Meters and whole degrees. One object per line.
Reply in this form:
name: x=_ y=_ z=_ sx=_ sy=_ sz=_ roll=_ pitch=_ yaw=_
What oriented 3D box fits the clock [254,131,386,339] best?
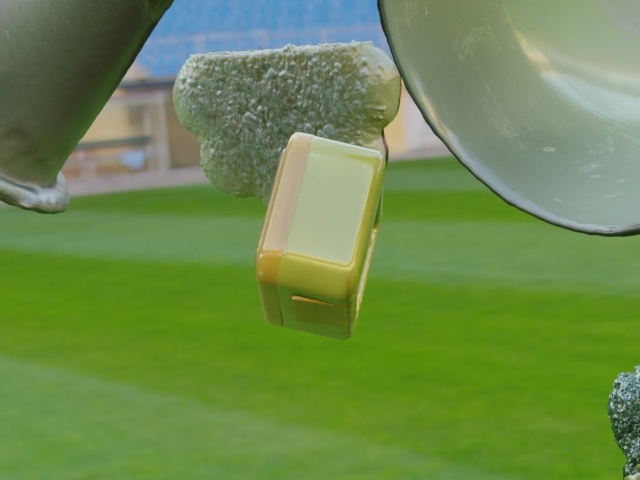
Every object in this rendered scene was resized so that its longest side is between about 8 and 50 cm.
clock: x=0.000 y=0.000 z=1.503 sx=0.096 sy=0.143 sz=0.202 roll=15 pitch=-16 yaw=4

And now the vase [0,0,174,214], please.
vase: x=-0.244 y=-0.207 z=1.501 sx=0.245 sy=0.291 sz=0.245 roll=36 pitch=10 yaw=-8

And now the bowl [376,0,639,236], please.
bowl: x=0.230 y=-0.200 z=1.341 sx=0.185 sy=0.354 sz=0.354 roll=-34 pitch=22 yaw=-35

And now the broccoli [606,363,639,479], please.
broccoli: x=0.495 y=0.225 z=2.056 sx=0.269 sy=0.254 sz=0.269 roll=-15 pitch=8 yaw=2

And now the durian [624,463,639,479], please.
durian: x=0.455 y=0.249 z=1.582 sx=0.355 sy=0.157 sz=0.169 roll=1 pitch=7 yaw=18

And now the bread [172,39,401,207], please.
bread: x=-0.035 y=-0.118 z=1.875 sx=0.286 sy=0.207 sz=0.056 roll=-4 pitch=15 yaw=32
